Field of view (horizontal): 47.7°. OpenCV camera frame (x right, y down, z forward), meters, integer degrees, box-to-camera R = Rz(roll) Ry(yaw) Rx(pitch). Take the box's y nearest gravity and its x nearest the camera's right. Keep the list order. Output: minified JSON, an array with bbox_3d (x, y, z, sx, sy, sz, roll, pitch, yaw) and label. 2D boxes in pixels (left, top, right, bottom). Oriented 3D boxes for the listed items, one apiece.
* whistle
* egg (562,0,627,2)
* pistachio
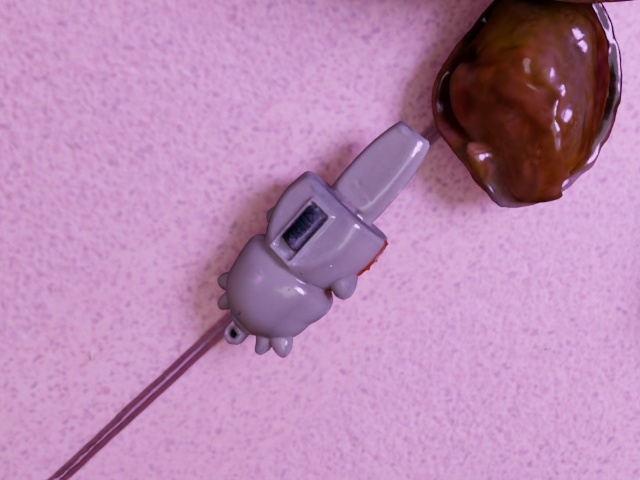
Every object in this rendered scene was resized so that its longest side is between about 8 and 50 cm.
[{"bbox_3d":[-0.002,-0.001,0.642,0.102,0.106,0.253,39,100,-5],"label":"whistle"},{"bbox_3d":[0.173,-0.325,0.493,0.374,0.301,0.301,36,95,-16],"label":"egg"},{"bbox_3d":[0.183,-0.132,0.629,0.165,0.130,0.210,6,93,-7],"label":"pistachio"}]
